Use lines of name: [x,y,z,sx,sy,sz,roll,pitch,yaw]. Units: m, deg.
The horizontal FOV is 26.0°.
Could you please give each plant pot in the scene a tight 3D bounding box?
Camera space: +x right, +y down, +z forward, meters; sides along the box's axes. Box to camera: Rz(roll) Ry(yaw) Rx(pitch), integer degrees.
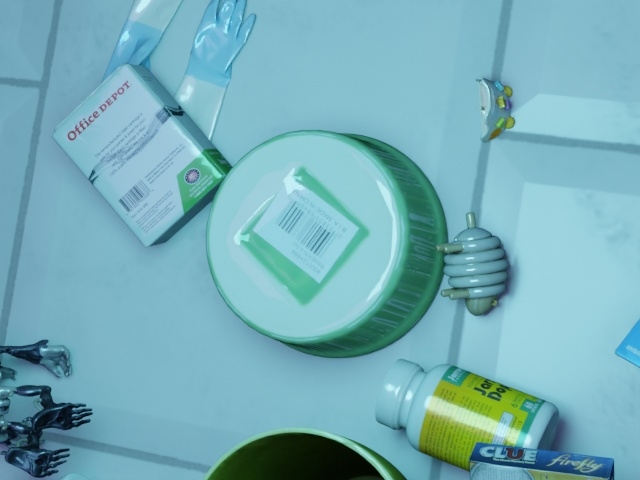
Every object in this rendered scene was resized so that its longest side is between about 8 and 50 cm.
plant pot: [0.022,0.358,1.664,0.275,0.293,0.274,-2,84,19]

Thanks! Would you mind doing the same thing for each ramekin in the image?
ramekin: [0.000,0.000,1.786,0.303,0.148,0.303,-2,84,19]

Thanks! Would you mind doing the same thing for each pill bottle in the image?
pill bottle: [0.179,0.222,1.718,0.208,0.117,0.117,20,91,20]

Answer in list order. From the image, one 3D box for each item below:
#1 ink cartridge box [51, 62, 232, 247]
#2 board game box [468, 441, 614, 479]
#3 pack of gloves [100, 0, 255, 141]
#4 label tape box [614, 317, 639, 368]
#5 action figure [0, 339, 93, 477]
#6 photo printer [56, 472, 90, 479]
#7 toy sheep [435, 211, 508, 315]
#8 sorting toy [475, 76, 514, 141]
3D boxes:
ink cartridge box: [-0.239,-0.118,1.893,0.153,0.087,0.208,-41,86,11]
board game box: [0.266,0.359,1.649,0.165,0.042,0.243,4,119,19]
pack of gloves: [-0.209,-0.265,1.941,0.195,0.046,0.232,21,92,21]
label tape box: [0.531,0.065,1.560,0.241,0.106,0.333,33,84,35]
action figure: [-0.422,0.220,1.920,0.276,0.141,0.164,33,105,45]
photo printer: [-0.405,0.500,1.895,0.307,0.107,0.256,-32,75,14]
toy sheep: [0.194,0.030,1.749,0.091,0.091,0.132,-4,98,19]
sorting toy: [0.218,-0.174,1.768,0.045,0.075,0.083,-6,83,19]
